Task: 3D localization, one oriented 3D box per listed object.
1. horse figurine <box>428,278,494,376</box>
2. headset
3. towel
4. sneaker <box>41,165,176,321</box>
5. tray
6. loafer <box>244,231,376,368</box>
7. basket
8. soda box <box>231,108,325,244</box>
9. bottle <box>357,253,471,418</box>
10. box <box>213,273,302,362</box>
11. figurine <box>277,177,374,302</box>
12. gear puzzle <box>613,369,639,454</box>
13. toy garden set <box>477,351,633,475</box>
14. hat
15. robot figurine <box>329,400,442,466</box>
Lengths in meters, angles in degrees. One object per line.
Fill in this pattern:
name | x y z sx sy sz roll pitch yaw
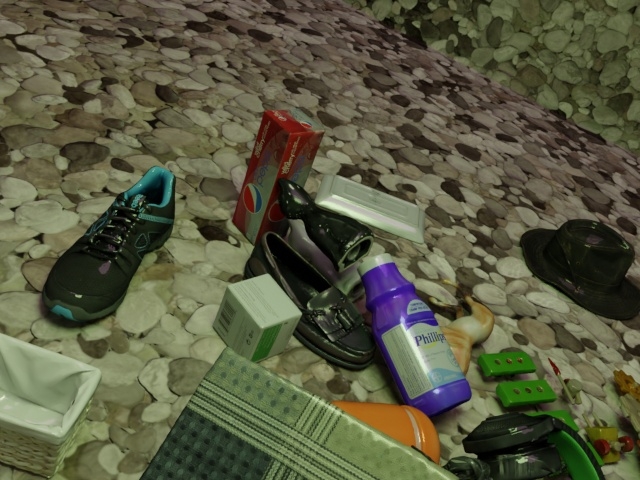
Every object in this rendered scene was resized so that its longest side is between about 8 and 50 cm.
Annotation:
horse figurine | 0.260 0.163 1.249 0.174 0.066 0.263 37 39 29
headset | 0.277 0.341 0.864 0.394 0.185 0.243 22 58 -27
towel | -0.052 0.325 0.718 0.324 0.056 0.312 28 76 13
sneaker | -0.342 -0.007 1.072 0.125 0.139 0.340 23 36 -2
tray | 0.126 -0.085 1.534 0.271 0.030 0.145 21 34 -3
loafer | -0.018 0.101 1.145 0.303 0.095 0.109 40 42 23
basket | -0.377 0.203 0.805 0.167 0.103 0.113 21 35 -3
soda box | -0.087 -0.121 1.257 0.092 0.263 0.083 -15 48 -42
bottle | 0.149 0.158 1.100 0.118 0.092 0.282 1 58 -47
box | -0.104 0.129 1.057 0.087 0.101 0.102 -16 52 -42
figurine | 0.000 0.000 1.222 0.092 0.214 0.209 -38 61 -19
gear puzzle | 0.609 0.369 1.178 0.176 0.044 0.338 24 32 -23
toy garden set | 0.417 0.307 1.162 0.204 0.049 0.244 2 39 -25
hat | 0.668 0.032 1.592 0.332 0.133 0.331 15 35 -11
robot figurine | 0.075 0.295 0.916 0.220 0.158 0.128 8 70 -20
